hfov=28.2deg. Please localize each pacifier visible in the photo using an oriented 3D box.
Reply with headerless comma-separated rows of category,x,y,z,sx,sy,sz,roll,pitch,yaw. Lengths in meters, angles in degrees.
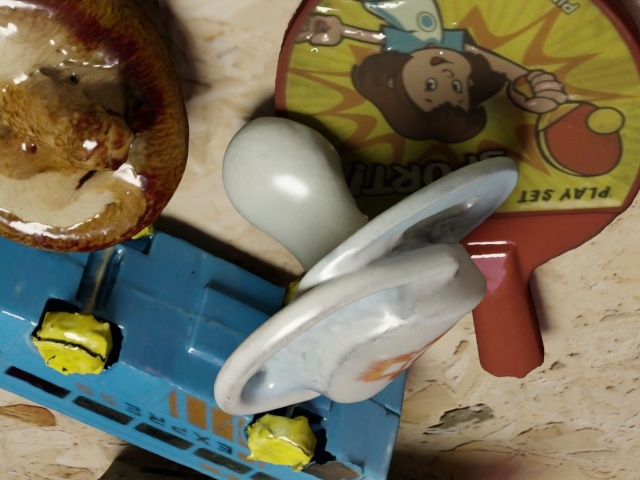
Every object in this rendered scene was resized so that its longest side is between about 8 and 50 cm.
pacifier,0.000,0.000,0.889,0.227,0.207,0.279,-17,158,-42

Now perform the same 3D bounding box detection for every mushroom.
mushroom,-0.194,-0.104,0.876,0.194,0.138,0.231,0,127,28

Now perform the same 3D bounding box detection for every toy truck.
toy truck,-0.118,0.092,1.044,0.385,0.161,0.162,27,143,-20

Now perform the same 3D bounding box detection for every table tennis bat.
table tennis bat,0.114,-0.049,0.937,0.268,0.051,0.415,-3,133,16

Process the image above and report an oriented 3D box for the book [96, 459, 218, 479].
book,-0.028,0.260,1.187,0.379,0.031,0.264,9,176,-2
